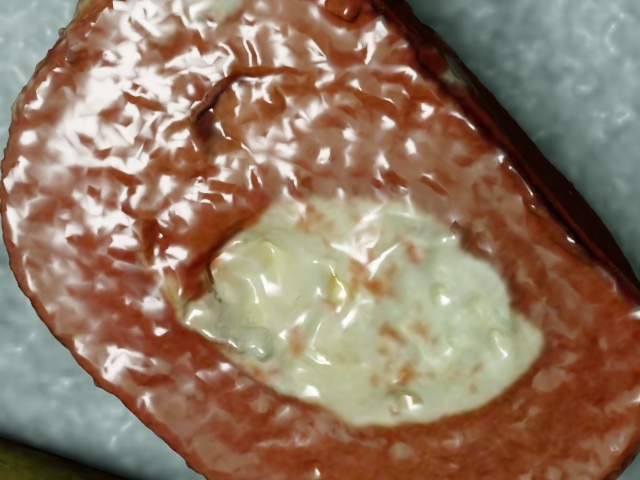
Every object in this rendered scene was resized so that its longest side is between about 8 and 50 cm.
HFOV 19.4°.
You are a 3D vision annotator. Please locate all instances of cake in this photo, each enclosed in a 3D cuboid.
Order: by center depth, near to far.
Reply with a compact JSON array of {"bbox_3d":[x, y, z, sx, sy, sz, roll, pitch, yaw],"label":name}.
[{"bbox_3d":[0.000,0.000,0.741,0.177,0.151,0.283,-41,101,10],"label":"cake"}]

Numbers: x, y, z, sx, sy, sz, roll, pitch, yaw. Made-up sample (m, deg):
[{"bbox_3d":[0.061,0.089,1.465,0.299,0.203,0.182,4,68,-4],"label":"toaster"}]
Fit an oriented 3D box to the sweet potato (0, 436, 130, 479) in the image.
[{"bbox_3d":[-0.109,0.146,0.749,0.423,0.130,0.130,25,92,-9],"label":"sweet potato"}]
